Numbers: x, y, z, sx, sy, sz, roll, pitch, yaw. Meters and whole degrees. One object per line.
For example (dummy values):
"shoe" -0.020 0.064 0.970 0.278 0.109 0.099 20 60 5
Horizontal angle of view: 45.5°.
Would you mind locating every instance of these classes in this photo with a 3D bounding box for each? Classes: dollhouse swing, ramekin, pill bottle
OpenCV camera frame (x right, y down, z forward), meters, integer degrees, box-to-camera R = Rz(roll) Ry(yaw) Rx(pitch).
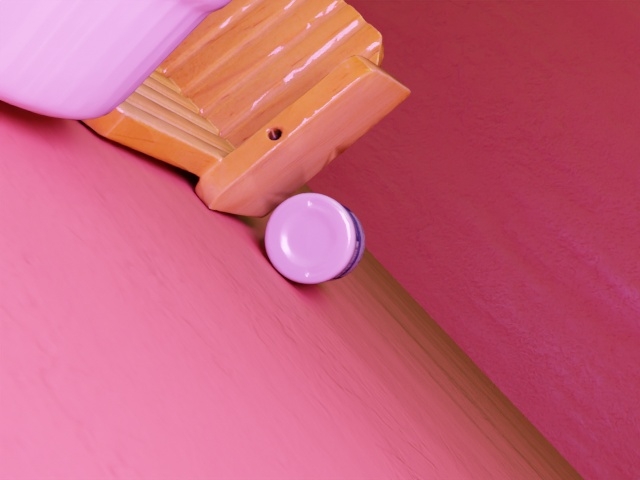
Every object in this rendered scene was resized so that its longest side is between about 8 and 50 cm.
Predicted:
"dollhouse swing" -0.135 -0.242 0.765 0.347 0.315 0.305 48 -5 21
"ramekin" -0.194 -0.201 0.467 0.277 0.135 0.277 40 14 -12
"pill bottle" 0.000 0.000 0.849 0.094 0.094 0.169 46 5 7
